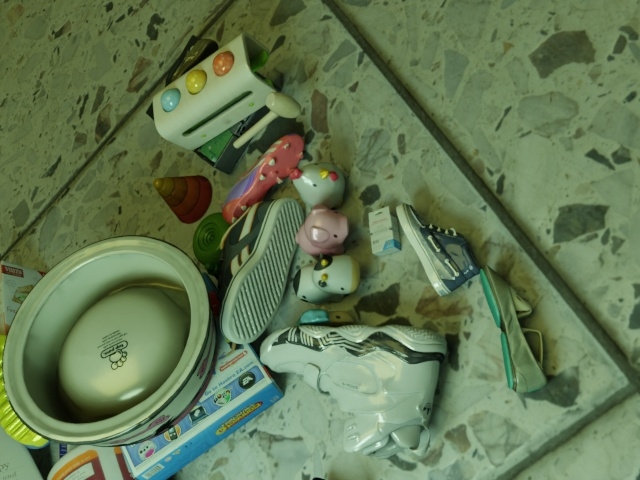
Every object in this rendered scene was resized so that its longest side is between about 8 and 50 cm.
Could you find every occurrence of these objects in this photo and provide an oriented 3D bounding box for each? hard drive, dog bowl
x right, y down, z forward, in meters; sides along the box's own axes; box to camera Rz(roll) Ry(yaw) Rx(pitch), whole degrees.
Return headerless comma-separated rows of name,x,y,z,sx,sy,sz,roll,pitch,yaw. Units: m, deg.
hard drive,-0.262,-0.330,1.739,0.339,0.064,0.237,37,98,40
dog bowl,-0.375,0.200,1.369,0.407,0.150,0.408,-7,57,11

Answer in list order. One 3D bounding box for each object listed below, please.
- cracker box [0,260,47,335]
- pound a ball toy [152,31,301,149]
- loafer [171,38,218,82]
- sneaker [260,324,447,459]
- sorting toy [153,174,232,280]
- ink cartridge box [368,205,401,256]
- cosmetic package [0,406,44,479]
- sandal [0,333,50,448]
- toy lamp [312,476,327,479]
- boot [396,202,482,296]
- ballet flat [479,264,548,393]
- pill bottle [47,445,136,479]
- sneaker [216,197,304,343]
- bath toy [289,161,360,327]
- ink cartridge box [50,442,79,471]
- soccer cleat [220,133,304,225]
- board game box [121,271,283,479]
cracker box,-0.766,0.179,1.879,0.067,0.155,0.232,-34,57,23
pound a ball toy,-0.214,-0.303,1.566,0.319,0.135,0.208,-26,60,28
loafer,-0.301,-0.418,1.728,0.148,0.056,0.050,-48,51,1
sneaker,0.038,0.259,1.252,0.365,0.137,0.210,-6,68,32
sorting toy,-0.278,-0.033,1.606,0.127,0.126,0.366,-47,52,14
ink cartridge box,0.119,-0.017,1.361,0.048,0.028,0.083,-19,64,31
cosmetic package,-0.803,0.619,1.576,0.393,0.329,0.328,39,125,38
sandal,-0.685,0.356,1.692,0.126,0.138,0.317,-34,53,-10
toy lamp,-0.044,0.550,1.254,0.080,0.080,0.275,30,93,40
boot,0.207,-0.001,1.273,0.086,0.069,0.190,-32,65,16
ballet flat,0.309,0.135,1.151,0.068,0.072,0.213,-11,65,4
pill bottle,-0.369,0.592,1.389,0.224,0.224,0.392,-44,52,16
sneaker,-0.140,0.060,1.455,0.127,0.126,0.321,-3,52,38
bath toy,0.000,0.000,1.382,0.151,0.129,0.349,-17,64,32
ink cartridge box,-0.562,0.451,1.636,0.165,0.065,0.333,-19,72,54
soccer cleat,-0.131,-0.138,1.564,0.248,0.083,0.095,-53,46,13
board game box,-0.279,0.267,1.442,0.308,0.086,0.302,-34,56,-6
